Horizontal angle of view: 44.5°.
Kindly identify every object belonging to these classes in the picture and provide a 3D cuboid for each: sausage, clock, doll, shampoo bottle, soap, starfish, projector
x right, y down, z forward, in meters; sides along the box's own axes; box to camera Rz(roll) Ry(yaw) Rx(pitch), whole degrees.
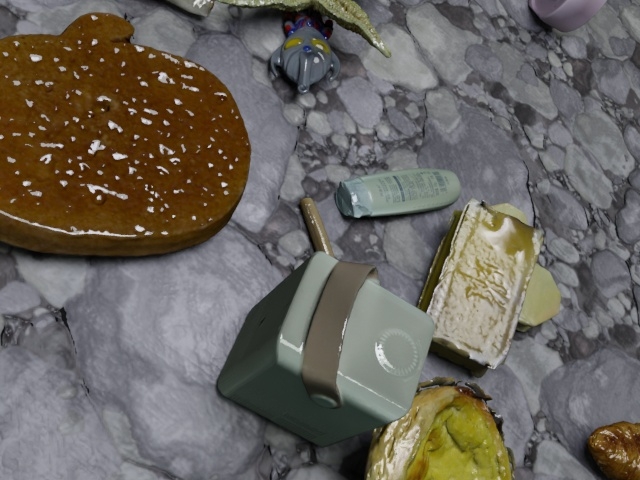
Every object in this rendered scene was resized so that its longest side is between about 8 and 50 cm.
[{"bbox_3d":[0.000,0.000,1.127,0.024,0.024,0.132,-11,73,-31],"label":"sausage"},{"bbox_3d":[0.488,-0.504,1.499,0.068,0.197,0.197,21,60,-18],"label":"clock"},{"bbox_3d":[-0.021,-0.301,1.229,0.104,0.062,0.194,18,54,-21],"label":"doll"},{"bbox_3d":[0.123,-0.074,1.209,0.212,0.049,0.072,-8,74,-31],"label":"shampoo bottle"},{"bbox_3d":[0.229,0.069,1.150,0.135,0.076,0.233,26,73,-6],"label":"soap"},{"bbox_3d":[-0.024,-0.427,1.237,0.358,0.078,0.347,24,57,-2],"label":"starfish"},{"bbox_3d":[0.008,0.135,0.941,0.177,0.242,0.163,30,56,-12],"label":"projector"}]

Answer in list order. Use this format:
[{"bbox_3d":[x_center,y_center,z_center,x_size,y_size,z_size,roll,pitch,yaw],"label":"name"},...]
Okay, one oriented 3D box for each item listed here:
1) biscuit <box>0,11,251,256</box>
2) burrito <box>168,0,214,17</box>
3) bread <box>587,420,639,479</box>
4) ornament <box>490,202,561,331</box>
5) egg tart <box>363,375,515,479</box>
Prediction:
[{"bbox_3d":[-0.284,-0.140,1.016,0.394,0.070,0.350,7,63,-26],"label":"biscuit"},{"bbox_3d":[-0.326,-0.445,1.129,0.392,0.076,0.117,22,53,-20],"label":"burrito"},{"bbox_3d":[0.502,0.337,1.206,0.233,0.076,0.105,8,53,-17],"label":"bread"},{"bbox_3d":[0.275,0.052,1.230,0.180,0.059,0.201,-19,80,-27],"label":"ornament"},{"bbox_3d":[0.142,0.312,0.995,0.279,0.095,0.279,7,79,-41],"label":"egg tart"}]
